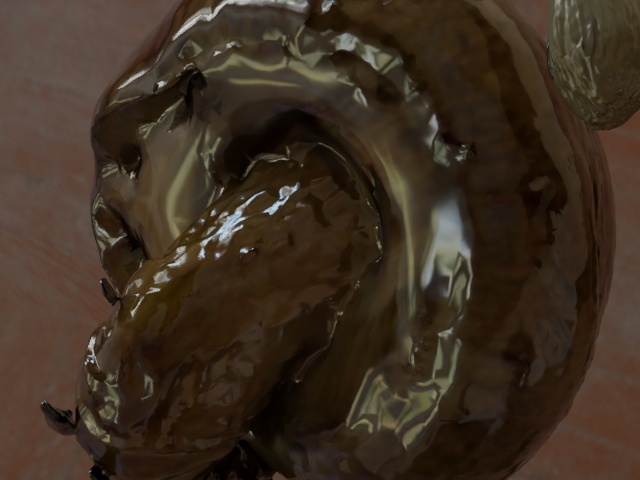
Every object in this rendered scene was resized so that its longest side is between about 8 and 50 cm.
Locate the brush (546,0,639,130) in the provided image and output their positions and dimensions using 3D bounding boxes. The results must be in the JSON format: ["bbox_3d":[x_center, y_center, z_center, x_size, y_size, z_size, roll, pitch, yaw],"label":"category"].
[{"bbox_3d":[0.081,-0.185,0.665,0.039,0.042,0.299,-9,81,-1],"label":"brush"}]

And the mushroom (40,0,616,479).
[{"bbox_3d":[0.001,0.004,0.802,0.283,0.195,0.263,-41,73,18],"label":"mushroom"}]
